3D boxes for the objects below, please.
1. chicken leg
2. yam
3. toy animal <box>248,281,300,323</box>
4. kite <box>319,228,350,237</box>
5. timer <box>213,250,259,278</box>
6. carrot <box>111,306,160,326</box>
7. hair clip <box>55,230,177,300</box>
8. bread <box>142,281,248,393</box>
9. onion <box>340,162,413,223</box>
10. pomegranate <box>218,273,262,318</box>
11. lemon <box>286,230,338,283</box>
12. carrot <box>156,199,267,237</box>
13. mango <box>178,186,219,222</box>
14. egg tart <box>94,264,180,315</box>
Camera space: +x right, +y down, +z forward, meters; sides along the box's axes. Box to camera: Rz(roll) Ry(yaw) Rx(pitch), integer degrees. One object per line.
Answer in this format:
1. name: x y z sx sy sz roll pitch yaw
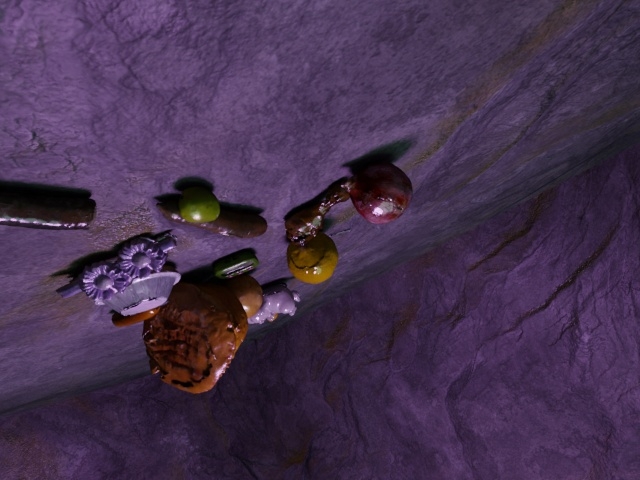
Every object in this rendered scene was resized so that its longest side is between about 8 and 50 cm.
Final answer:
1. chicken leg: -0.011 -0.074 1.205 0.251 0.087 0.107 -41 176 33
2. yam: -0.472 -0.047 0.641 0.061 0.061 0.274 -31 162 29
3. toy animal: -0.265 0.290 1.959 0.325 0.154 0.208 -6 -167 18
4. kite: -0.001 -0.001 1.590 0.250 0.012 0.229 -21 166 -13
5. timer: -0.270 0.079 1.396 0.140 0.047 0.128 -22 167 -4
6. carrot: -0.576 0.226 1.362 0.225 0.067 0.067 -23 168 36
7. hair clip: -0.462 0.063 1.005 0.292 0.084 0.106 -26 122 2
8. bread: -0.407 0.309 1.428 0.358 0.337 0.204 -52 164 21
9. onion: 0.134 -0.125 1.100 0.195 0.159 0.159 10 147 -37
10. pomegranate: -0.294 0.215 1.583 0.196 0.196 0.196 -22 165 -6
11. lemon: -0.027 0.056 1.426 0.181 0.180 0.193 -15 147 -27
12. carrot: -0.236 -0.044 0.988 0.070 0.070 0.342 -30 162 23
13. mango: -0.240 -0.069 0.872 0.056 0.073 0.108 3 170 19
14. egg tart: -0.496 0.144 1.199 0.234 0.094 0.234 -23 168 -5
